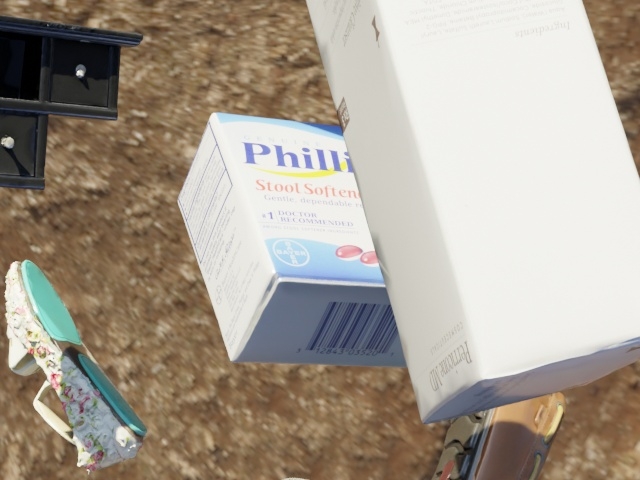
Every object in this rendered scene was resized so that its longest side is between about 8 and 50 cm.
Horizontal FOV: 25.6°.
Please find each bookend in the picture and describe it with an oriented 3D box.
[{"bbox_3d":[-0.243,-0.108,1.209,0.156,0.072,0.157,4,92,-35],"label":"bookend"}]

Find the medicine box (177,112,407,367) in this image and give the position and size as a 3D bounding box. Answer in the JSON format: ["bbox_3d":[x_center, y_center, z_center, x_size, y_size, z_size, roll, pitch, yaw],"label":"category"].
[{"bbox_3d":[0.000,0.000,1.680,0.263,0.289,0.149,4,132,-26],"label":"medicine box"}]

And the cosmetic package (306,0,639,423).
[{"bbox_3d":[0.115,-0.074,1.052,0.156,0.217,0.385,-11,74,-10],"label":"cosmetic package"}]

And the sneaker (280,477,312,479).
[{"bbox_3d":[0.063,0.375,1.759,0.343,0.146,0.134,31,116,-31],"label":"sneaker"}]

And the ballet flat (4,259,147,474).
[{"bbox_3d":[-0.263,0.128,1.394,0.077,0.091,0.241,-39,68,5],"label":"ballet flat"}]

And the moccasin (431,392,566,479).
[{"bbox_3d":[0.175,0.317,1.534,0.147,0.139,0.380,31,59,-14],"label":"moccasin"}]
